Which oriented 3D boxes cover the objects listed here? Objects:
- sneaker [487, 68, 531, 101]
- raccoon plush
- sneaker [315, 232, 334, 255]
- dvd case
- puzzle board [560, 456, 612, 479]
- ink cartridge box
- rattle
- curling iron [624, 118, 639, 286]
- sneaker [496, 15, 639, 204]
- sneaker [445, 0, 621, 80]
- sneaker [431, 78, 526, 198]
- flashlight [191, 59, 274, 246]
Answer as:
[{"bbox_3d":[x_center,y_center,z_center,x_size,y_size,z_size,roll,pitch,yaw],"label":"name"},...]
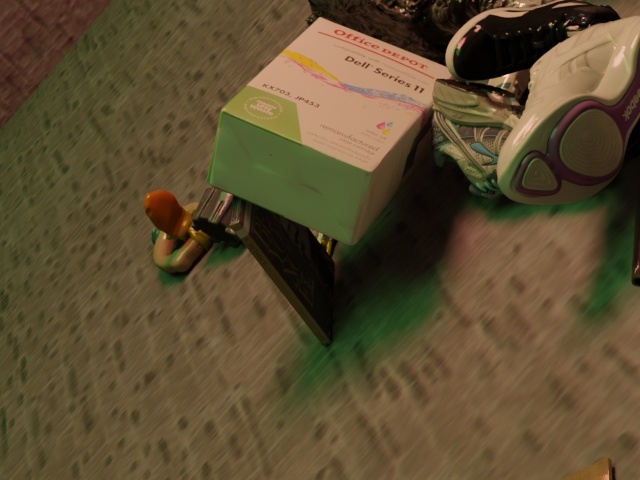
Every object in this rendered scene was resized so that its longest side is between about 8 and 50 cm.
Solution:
[{"bbox_3d":[0.231,-0.165,1.956,0.161,0.057,0.075,-48,42,0],"label":"sneaker"},{"bbox_3d":[0.184,-0.382,2.200,0.446,0.216,0.299,11,60,29],"label":"raccoon plush"},{"bbox_3d":[0.000,0.000,2.113,0.035,0.031,0.083,-22,37,45],"label":"sneaker"},{"bbox_3d":[-0.044,0.005,1.961,0.018,0.221,0.164,-24,33,20],"label":"dvd case"},{"bbox_3d":[0.228,0.267,1.414,0.096,0.011,0.128,-34,29,32],"label":"puzzle board"},{"bbox_3d":[0.033,-0.160,1.954,0.353,0.207,0.119,-51,-20,-50],"label":"ink cartridge box"},{"bbox_3d":[-0.260,-0.032,2.458,0.130,0.142,0.199,-65,30,10],"label":"rattle"},{"bbox_3d":[0.337,-0.044,1.629,0.068,0.035,0.274,-26,33,28],"label":"curling iron"},{"bbox_3d":[0.272,-0.138,1.682,0.152,0.114,0.305,5,40,48],"label":"sneaker"},{"bbox_3d":[0.266,-0.244,1.866,0.216,0.079,0.121,-22,20,-22],"label":"sneaker"},{"bbox_3d":[0.233,-0.101,1.829,0.283,0.110,0.122,32,118,51],"label":"sneaker"},{"bbox_3d":[-0.101,-0.137,2.386,0.304,0.103,0.103,-61,2,-20],"label":"flashlight"}]
